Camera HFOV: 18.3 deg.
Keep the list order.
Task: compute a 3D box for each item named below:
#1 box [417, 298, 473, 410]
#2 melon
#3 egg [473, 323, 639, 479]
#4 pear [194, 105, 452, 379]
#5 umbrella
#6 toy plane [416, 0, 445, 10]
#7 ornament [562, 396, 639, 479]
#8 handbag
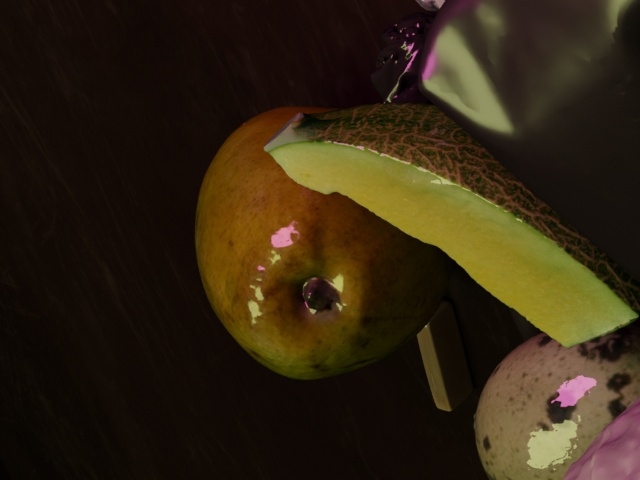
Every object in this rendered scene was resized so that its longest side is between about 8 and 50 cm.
[{"bbox_3d":[0.125,0.117,2.034,0.025,0.048,0.115,13,130,42],"label":"box"},{"bbox_3d":[0.118,-0.040,1.639,0.323,0.196,0.124,28,111,-5],"label":"melon"},{"bbox_3d":[0.239,0.157,1.779,0.177,0.177,0.228,51,134,9],"label":"egg"},{"bbox_3d":[0.000,0.000,1.866,0.307,0.253,0.253,-87,-27,-74],"label":"pear"},{"bbox_3d":[0.141,-0.050,1.795,0.118,0.118,0.340,11,132,52],"label":"umbrella"},{"bbox_3d":[0.121,-0.234,1.659,0.174,0.080,0.174,57,168,20],"label":"toy plane"},{"bbox_3d":[0.345,0.248,1.554,0.337,0.337,0.337,37,146,31],"label":"ornament"},{"bbox_3d":[0.269,-0.111,1.452,0.342,0.152,0.288,38,147,-19],"label":"handbag"}]
